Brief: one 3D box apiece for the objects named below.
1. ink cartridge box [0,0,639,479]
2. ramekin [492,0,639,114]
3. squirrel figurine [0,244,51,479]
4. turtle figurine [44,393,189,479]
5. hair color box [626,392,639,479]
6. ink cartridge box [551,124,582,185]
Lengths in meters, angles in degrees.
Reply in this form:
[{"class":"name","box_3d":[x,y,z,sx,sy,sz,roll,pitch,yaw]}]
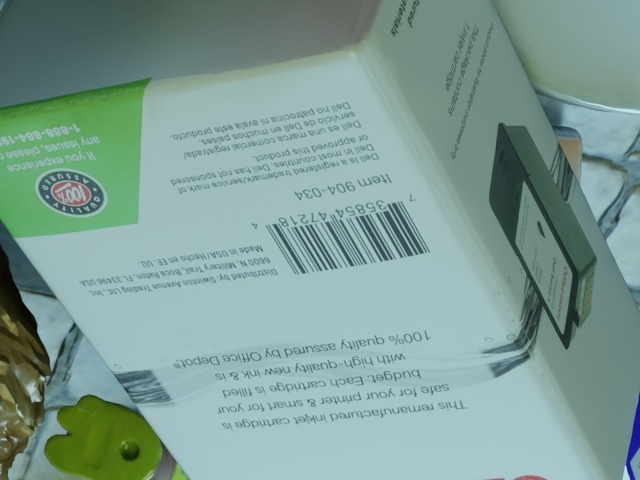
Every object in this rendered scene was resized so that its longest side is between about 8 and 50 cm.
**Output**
[{"class":"ink cartridge box","box_3d":[0.000,0.000,0.815,0.198,0.115,0.273,-8,132,28]},{"class":"ramekin","box_3d":[0.146,-0.173,0.802,0.272,0.127,0.273,-3,132,-4]},{"class":"squirrel figurine","box_3d":[-0.338,0.062,0.831,0.370,0.281,0.397,-34,141,3]},{"class":"turtle figurine","box_3d":[-0.089,0.150,0.978,0.269,0.087,0.217,-51,165,6]},{"class":"hair color box","box_3d":[0.354,0.178,1.100,0.338,0.185,0.110,18,126,-22]},{"class":"ink cartridge box","box_3d":[0.054,0.029,0.972,0.145,0.045,0.179,1,97,-7]}]
